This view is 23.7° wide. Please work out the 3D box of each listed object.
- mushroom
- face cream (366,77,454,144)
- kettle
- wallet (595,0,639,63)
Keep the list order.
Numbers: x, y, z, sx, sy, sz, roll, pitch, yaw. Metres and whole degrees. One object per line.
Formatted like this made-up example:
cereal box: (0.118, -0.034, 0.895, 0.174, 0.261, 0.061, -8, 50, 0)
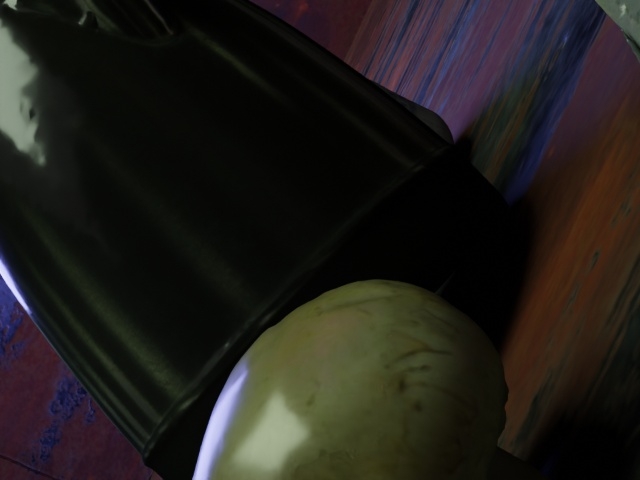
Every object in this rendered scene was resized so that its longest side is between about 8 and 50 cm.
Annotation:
mushroom: (0.014, 0.082, 0.479, 0.148, 0.112, 0.148, -157, 90, -86)
face cream: (0.000, 0.000, 0.944, 0.206, 0.111, 0.206, -156, 90, -84)
kettle: (-0.074, -0.034, 0.747, 0.207, 0.271, 0.251, -46, -5, 2)
wallet: (0.151, -0.136, 0.378, 0.170, 0.069, 0.231, -111, 40, -57)
